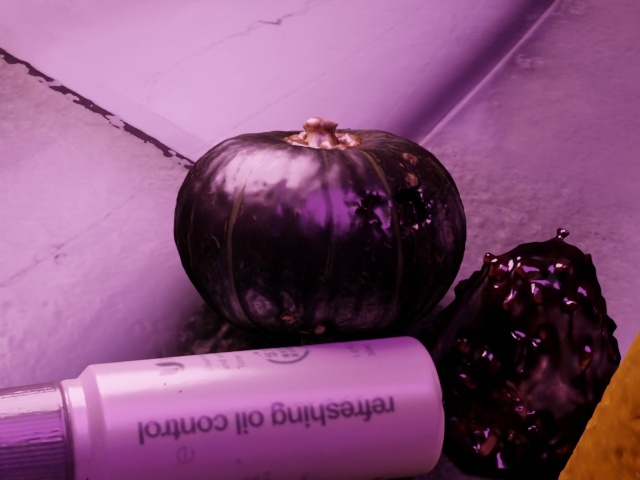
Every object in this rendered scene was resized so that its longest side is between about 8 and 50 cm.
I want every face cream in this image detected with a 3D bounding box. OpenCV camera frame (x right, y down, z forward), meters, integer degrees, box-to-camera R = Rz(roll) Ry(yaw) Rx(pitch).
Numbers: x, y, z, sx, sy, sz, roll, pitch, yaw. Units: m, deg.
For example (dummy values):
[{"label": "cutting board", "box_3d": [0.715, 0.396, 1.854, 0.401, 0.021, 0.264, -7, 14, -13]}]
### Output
[{"label": "face cream", "box_3d": [-0.084, 0.114, 0.902, 0.311, 0.092, 0.092, -4, 49, -16]}]

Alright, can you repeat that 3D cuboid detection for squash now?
[{"label": "squash", "box_3d": [0.000, -0.006, 0.989, 0.193, 0.156, 0.193, -9, 30, 5]}]

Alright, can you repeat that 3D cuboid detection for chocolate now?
[{"label": "chocolate", "box_3d": [0.138, 0.061, 0.976, 0.156, 0.133, 0.156, 5, 46, -5]}]

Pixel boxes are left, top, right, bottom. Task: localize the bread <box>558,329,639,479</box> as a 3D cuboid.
[{"label": "bread", "box_3d": [0.259, 0.191, 0.751, 0.143, 0.333, 0.323, -16, 56, -24]}]
